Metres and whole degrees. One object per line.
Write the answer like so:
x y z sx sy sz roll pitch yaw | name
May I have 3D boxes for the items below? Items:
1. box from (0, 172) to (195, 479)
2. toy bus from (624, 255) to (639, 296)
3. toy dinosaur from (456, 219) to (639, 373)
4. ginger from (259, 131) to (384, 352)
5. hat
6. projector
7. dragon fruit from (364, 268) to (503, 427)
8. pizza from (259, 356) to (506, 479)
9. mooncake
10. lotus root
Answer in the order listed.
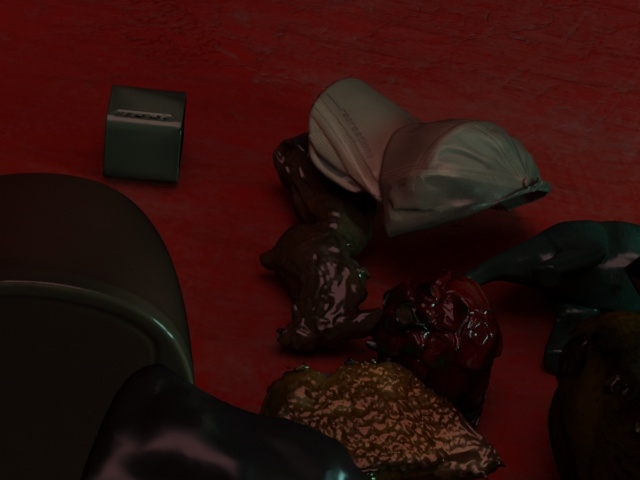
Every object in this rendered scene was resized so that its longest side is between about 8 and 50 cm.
-0.242 0.092 1.553 0.301 0.301 0.216 3 35 -6 | box
0.409 0.111 1.672 0.131 0.106 0.297 -25 81 -17 | toy bus
0.303 0.007 1.908 0.383 0.129 0.331 8 29 2 | toy dinosaur
0.000 0.002 1.873 0.122 0.084 0.290 -13 43 9 | ginger
0.118 -0.107 1.913 0.219 0.164 0.226 -16 70 -51 | hat
-0.189 -0.114 1.963 0.082 0.083 0.083 6 40 -3 | projector
0.109 0.098 1.715 0.121 0.142 0.130 13 42 -4 | dragon fruit
0.042 0.180 1.656 0.226 0.069 0.147 -8 51 -5 | pizza
-0.086 0.301 1.267 0.212 0.381 0.350 19 69 9 | mooncake
0.308 0.221 1.556 0.179 0.196 0.397 -23 50 -3 | lotus root
